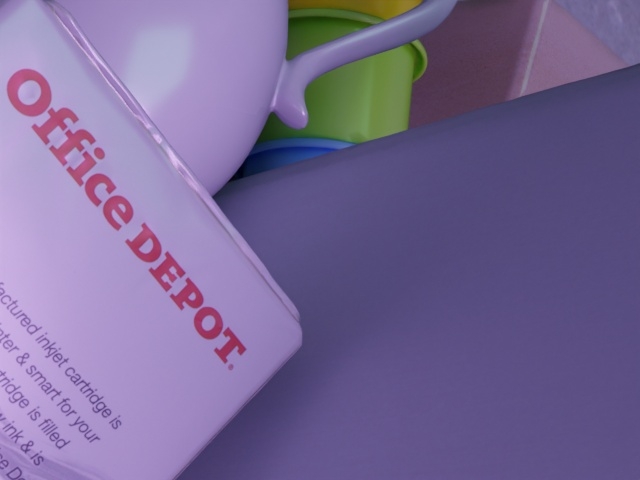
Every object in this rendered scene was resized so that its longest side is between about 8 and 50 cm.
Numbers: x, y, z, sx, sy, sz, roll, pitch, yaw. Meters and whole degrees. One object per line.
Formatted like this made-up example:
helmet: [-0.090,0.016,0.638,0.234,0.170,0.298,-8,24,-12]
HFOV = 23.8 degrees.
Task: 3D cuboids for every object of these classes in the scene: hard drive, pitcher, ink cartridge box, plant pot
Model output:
hard drive: [0.028,0.052,0.500,0.047,0.353,0.233,47,47,-32]
pitcher: [-0.043,-0.089,0.611,0.125,0.177,0.207,104,7,-49]
ink cartridge box: [-0.129,0.043,0.464,0.208,0.087,0.153,-45,117,-19]
plant pot: [0.095,-0.063,0.826,0.109,0.109,0.096,29,71,-43]

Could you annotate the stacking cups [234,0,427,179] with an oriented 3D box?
stacking cups: [0.000,0.000,0.705,0.096,0.096,0.316,21,67,-46]
